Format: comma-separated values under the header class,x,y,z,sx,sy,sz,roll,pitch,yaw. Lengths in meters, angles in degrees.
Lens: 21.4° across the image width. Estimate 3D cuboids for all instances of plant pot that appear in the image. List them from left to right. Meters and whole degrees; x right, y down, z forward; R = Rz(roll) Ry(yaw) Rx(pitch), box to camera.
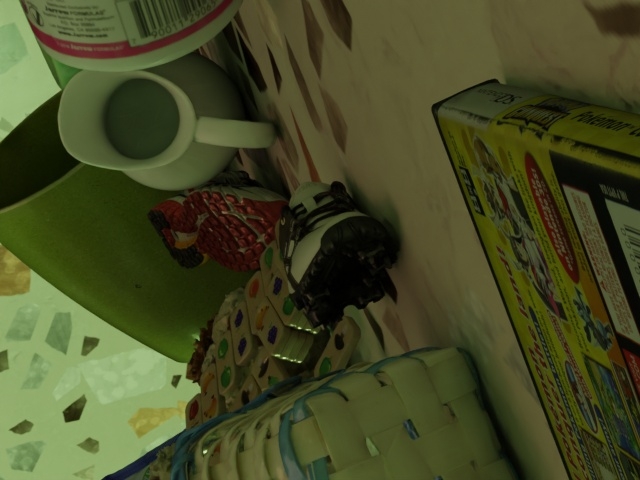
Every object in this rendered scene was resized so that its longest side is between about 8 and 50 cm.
class,x,y,z,sx,sy,sz,roll,pitch,yaw
plant pot,-0.195,-0.014,1.876,0.293,0.275,0.275,53,178,-24

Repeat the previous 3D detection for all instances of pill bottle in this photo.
class,x,y,z,sx,sy,sz,roll,pitch,yaw
pill bottle,-0.154,-0.266,1.115,0.160,0.160,0.283,-122,12,-47

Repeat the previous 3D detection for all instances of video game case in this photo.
class,x,y,z,sx,sy,sz,roll,pitch,yaw
video game case,0.136,0.078,0.630,0.248,0.035,0.275,-144,31,-74

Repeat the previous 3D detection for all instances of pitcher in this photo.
class,x,y,z,sx,sy,sz,roll,pitch,yaw
pitcher,-0.112,-0.100,1.462,0.207,0.177,0.125,-20,-60,-80

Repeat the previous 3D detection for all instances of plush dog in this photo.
class,x,y,z,sx,sy,sz,roll,pitch,yaw
plush dog,-0.037,0.144,1.587,0.262,0.210,0.225,-33,63,53

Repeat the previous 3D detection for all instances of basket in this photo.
class,x,y,z,sx,sy,sz,roll,pitch,yaw
basket,0.014,0.208,1.077,0.289,0.201,0.255,-35,75,50

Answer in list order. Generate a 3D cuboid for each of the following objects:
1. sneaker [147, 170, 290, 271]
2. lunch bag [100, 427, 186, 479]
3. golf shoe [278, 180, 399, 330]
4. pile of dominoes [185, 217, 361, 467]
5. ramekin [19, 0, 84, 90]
class,x,y,z,sx,sy,sz,roll,pitch,yaw
sneaker,-0.081,-0.031,1.571,0.088,0.092,0.225,59,157,-17
lunch bag,-0.077,0.451,2.102,0.328,0.239,0.385,46,-168,-33
golf shoe,0.000,0.000,1.149,0.198,0.077,0.094,107,139,-76
pile of dominoes,-0.060,0.111,1.410,0.251,0.040,0.196,-62,30,18
ramekin,-0.214,-0.296,1.459,0.303,0.148,0.303,157,90,-82
